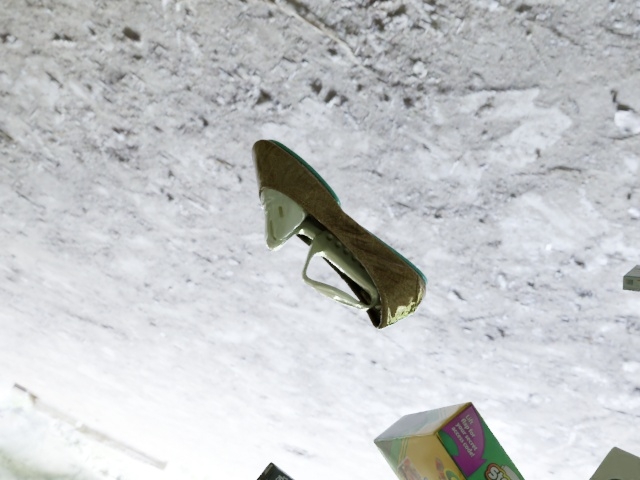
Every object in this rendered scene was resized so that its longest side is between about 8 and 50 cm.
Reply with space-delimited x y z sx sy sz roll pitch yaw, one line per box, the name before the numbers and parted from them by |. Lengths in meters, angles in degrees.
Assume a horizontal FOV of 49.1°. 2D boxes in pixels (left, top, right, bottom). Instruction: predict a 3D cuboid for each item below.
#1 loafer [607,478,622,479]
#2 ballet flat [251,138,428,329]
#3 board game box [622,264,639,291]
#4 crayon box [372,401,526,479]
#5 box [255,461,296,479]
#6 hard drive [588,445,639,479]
loafer | 0.529 0.500 1.202 0.062 0.170 0.061 -13 148 23
ballet flat | 0.000 0.000 1.011 0.342 0.124 0.116 44 155 0
board game box | 0.615 0.072 1.210 0.154 0.103 0.026 7 104 36
crayon box | 0.284 0.491 1.304 0.363 0.106 0.313 55 158 6
box | -0.041 0.280 0.726 0.083 0.067 0.018 43 169 -19
hard drive | 0.686 0.562 1.409 0.318 0.210 0.040 16 141 52
